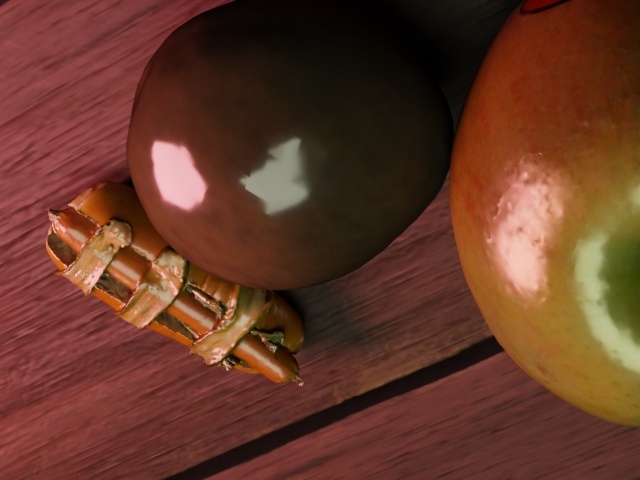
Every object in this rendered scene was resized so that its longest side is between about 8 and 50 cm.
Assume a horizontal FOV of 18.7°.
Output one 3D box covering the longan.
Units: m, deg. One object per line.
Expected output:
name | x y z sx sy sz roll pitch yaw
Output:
longan | -0.021 -0.072 1.474 0.248 0.248 0.248 5 129 7

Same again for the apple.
apple | 0.247 -0.040 1.382 0.338 0.305 0.338 7 126 10

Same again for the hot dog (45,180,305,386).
hot dog | -0.120 0.042 1.674 0.269 0.072 0.109 34 129 -14
